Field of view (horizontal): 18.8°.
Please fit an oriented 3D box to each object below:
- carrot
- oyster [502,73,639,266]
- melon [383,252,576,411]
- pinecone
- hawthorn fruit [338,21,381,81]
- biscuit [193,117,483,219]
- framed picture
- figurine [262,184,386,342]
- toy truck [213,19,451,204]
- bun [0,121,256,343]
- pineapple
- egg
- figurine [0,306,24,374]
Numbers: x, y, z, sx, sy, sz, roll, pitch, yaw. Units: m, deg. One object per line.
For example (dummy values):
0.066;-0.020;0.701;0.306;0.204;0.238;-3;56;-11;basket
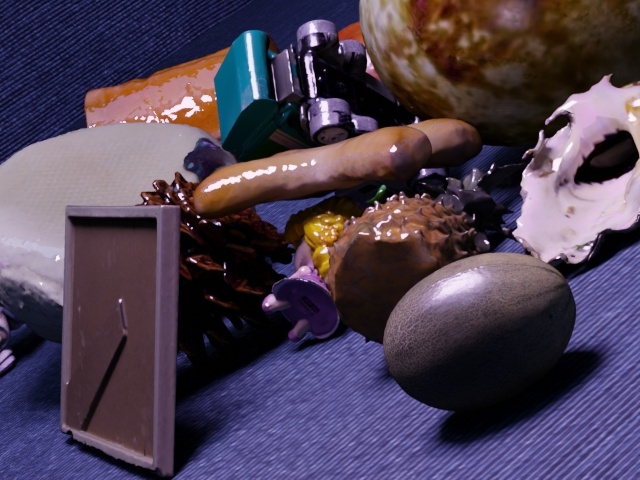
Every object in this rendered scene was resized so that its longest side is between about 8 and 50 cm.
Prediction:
-0.156;-0.140;2.461;0.254;0.196;0.196;-18;15;7;carrot
0.213;-0.046;1.470;0.133;0.072;0.209;-19;37;22;oyster
0.103;0.059;1.250;0.131;0.098;0.098;-22;16;17;melon
-0.111;0.039;1.690;0.165;0.163;0.163;-62;6;16;pinecone
0.102;-0.159;1.946;0.203;0.162;0.162;-20;11;-11;hawthorn fruit
0.016;-0.062;1.615;0.208;0.047;0.164;-11;1;28;biscuit
-0.173;0.075;1.620;0.020;0.211;0.289;2;0;-23;framed picture
0.026;0.004;1.622;0.115;0.095;0.156;-24;20;37;figurine
0.010;-0.107;1.759;0.124;0.253;0.114;-26;56;29;toy truck
-0.203;0.016;1.911;0.293;0.187;0.293;-5;30;3;bun
0.084;-0.001;1.497;0.125;0.125;0.251;-25;9;26;pineapple
0.176;-0.197;1.679;0.289;0.238;0.238;13;29;14;egg
-0.386;0.091;2.182;0.184;0.128;0.208;-45;11;-37;figurine
